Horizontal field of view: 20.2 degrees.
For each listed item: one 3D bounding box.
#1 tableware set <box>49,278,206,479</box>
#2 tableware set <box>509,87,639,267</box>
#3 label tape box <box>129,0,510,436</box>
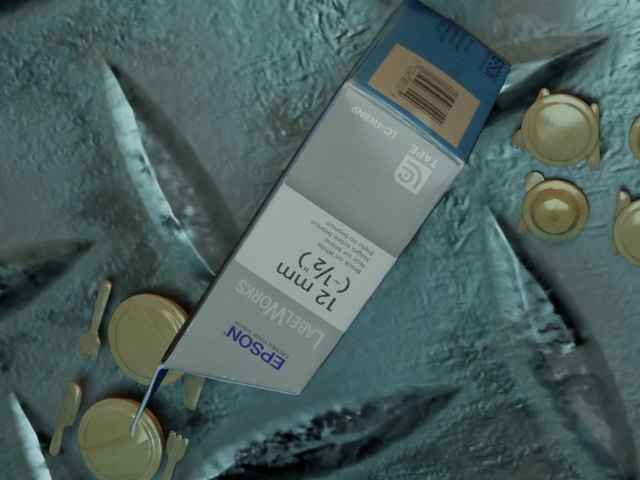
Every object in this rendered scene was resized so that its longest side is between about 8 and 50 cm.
[{"bbox_3d":[-0.162,0.136,1.639,0.128,0.039,0.194,25,110,16],"label":"tableware set"},{"bbox_3d":[0.236,-0.050,1.476,0.168,0.020,0.141,11,116,8],"label":"tableware set"},{"bbox_3d":[0.000,0.000,1.425,0.115,0.249,0.348,32,115,-1],"label":"label tape box"}]
